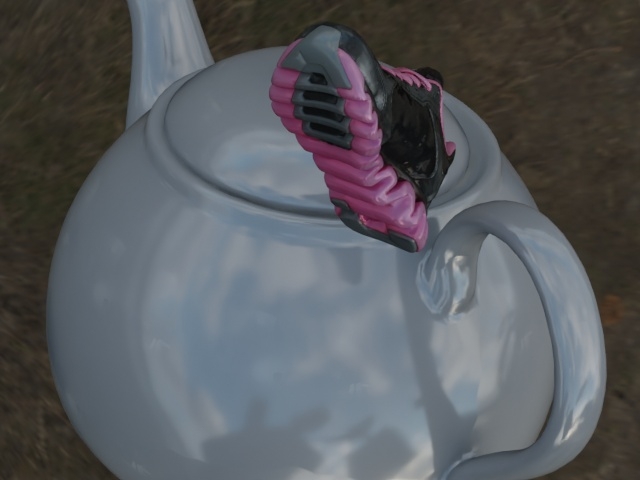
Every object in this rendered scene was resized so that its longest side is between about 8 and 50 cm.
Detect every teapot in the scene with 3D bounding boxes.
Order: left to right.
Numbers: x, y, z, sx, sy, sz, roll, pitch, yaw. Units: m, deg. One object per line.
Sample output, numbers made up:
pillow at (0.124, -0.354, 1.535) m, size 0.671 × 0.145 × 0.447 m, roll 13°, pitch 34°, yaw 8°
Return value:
teapot at (0.000, 0.000, 0.865) m, size 0.256 × 0.252 × 0.187 m, roll 11°, pitch 122°, yaw 5°

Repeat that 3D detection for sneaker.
sneaker at (0.021, -0.047, 0.702) m, size 0.047 × 0.119 × 0.057 m, roll 25°, pitch 70°, yaw 28°
